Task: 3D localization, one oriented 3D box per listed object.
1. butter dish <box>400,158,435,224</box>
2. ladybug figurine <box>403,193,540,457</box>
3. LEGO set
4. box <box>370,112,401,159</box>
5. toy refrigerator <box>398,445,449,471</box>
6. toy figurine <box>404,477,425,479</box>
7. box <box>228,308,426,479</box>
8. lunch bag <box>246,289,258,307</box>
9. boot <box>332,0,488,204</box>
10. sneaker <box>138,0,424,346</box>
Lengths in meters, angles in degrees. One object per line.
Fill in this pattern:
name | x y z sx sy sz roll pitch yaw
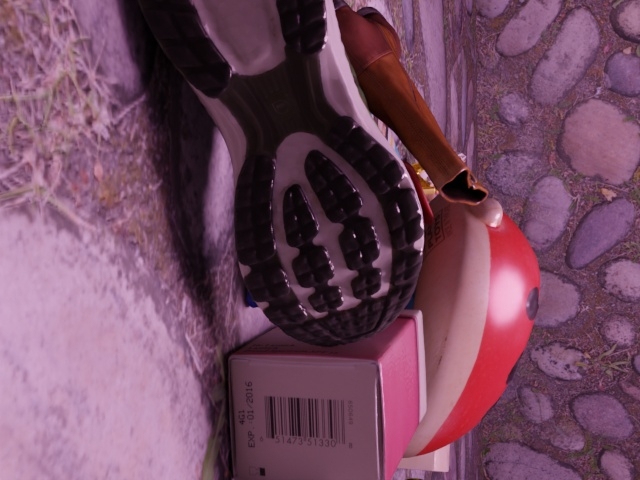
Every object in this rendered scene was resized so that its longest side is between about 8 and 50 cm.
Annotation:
butter dish | 0.034 -0.040 0.935 0.118 0.160 0.160 -59 153 -14
ladybug figurine | 0.173 0.124 1.096 0.305 0.162 0.449 -84 -172 -45
LEGO set | 0.200 -0.081 1.497 0.287 0.132 0.107 -69 163 -64
box | 0.070 -0.111 1.149 0.244 0.060 0.100 53 40 -64
toy refrigerator | 0.187 0.289 1.501 0.102 0.094 0.270 34 57 -62
toy figurine | 0.162 0.508 1.271 0.217 0.191 0.362 66 29 -45
box | 0.017 0.151 0.827 0.232 0.148 0.127 -22 111 -73
lunch bag | 0.000 0.000 0.803 0.096 0.128 0.151 63 31 -56
boot | 0.106 -0.161 0.931 0.280 0.096 0.264 50 10 15
sneaker | -0.018 -0.103 0.682 0.182 0.158 0.410 -93 167 -66
